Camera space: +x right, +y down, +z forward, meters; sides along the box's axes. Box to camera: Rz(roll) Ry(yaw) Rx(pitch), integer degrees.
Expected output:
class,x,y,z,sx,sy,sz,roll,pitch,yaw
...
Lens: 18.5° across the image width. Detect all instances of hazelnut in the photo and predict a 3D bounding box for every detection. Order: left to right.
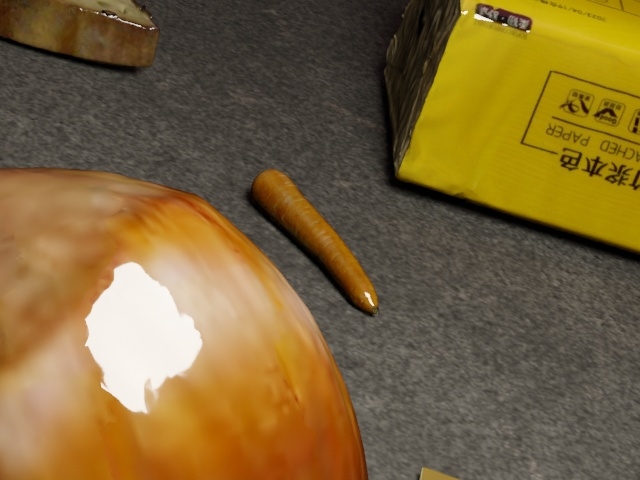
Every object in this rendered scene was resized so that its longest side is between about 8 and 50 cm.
class,x,y,z,sx,sy,sz,roll,pitch,yaw
hazelnut,-0.129,0.134,1.028,0.372,0.315,0.372,16,61,-30

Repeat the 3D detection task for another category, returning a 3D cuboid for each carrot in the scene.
class,x,y,z,sx,sy,sz,roll,pitch,yaw
carrot,0.000,0.000,1.657,0.037,0.037,0.190,-3,36,-39

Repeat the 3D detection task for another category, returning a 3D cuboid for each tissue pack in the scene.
class,x,y,z,sx,sy,sz,roll,pitch,yaw
tissue pack,0.270,-0.143,1.907,0.382,0.228,0.293,15,26,-8

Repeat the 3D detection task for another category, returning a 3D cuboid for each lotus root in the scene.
class,x,y,z,sx,sy,sz,roll,pitch,yaw
lotus root,-0.281,-0.248,1.886,0.170,0.074,0.260,0,33,-34

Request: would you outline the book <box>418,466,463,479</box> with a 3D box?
class,x,y,z,sx,sy,sz,roll,pitch,yaw
book,0.116,0.221,1.342,0.118,0.012,0.172,20,26,-1
